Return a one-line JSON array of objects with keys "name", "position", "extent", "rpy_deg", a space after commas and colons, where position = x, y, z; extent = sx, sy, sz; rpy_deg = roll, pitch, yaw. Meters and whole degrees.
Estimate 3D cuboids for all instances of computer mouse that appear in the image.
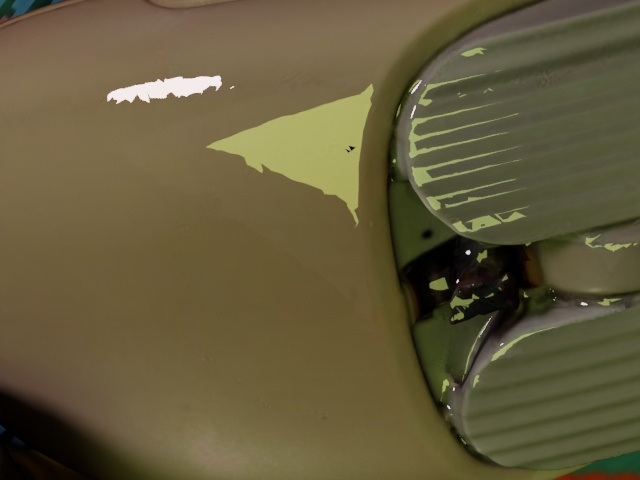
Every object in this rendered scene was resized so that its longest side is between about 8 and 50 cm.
[{"name": "computer mouse", "position": [0.000, 0.000, 0.408], "extent": [0.236, 0.082, 0.145], "rpy_deg": [-4, 118, 15]}]

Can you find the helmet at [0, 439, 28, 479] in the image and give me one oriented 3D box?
[{"name": "helmet", "position": [-0.142, 0.166, 0.413], "extent": [0.225, 0.305, 0.177], "rpy_deg": [-36, 106, -16]}]
